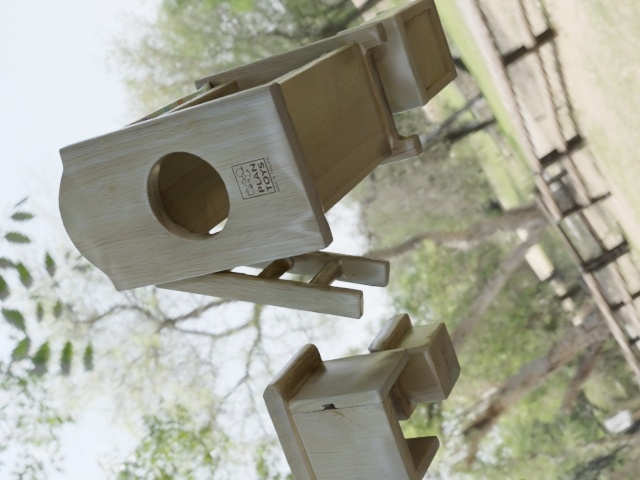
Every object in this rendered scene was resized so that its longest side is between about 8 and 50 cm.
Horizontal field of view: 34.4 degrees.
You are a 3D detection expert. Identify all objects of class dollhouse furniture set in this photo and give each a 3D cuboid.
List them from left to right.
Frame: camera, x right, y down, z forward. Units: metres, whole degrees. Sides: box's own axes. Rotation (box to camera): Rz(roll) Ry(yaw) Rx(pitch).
[{"bbox_3d":[0.000,0.000,0.446,0.182,0.101,0.160,-43,-63,-58],"label":"dollhouse furniture set"}]

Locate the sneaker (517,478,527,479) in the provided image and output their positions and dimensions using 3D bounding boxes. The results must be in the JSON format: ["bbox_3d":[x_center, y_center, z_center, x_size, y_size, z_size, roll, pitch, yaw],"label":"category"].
[{"bbox_3d":[0.194,0.304,1.085,0.059,0.144,0.053,32,133,37],"label":"sneaker"}]
